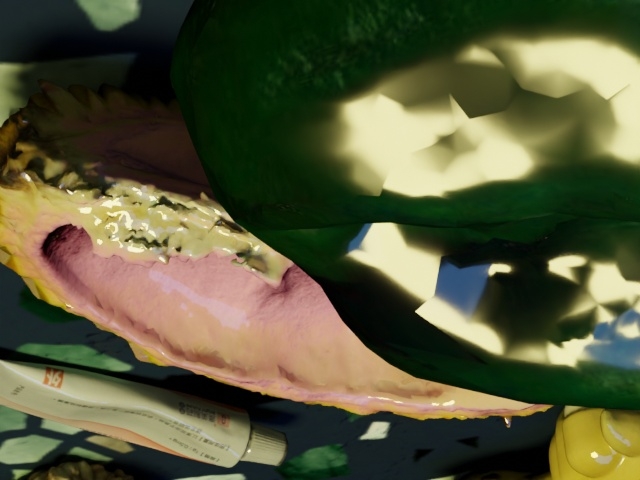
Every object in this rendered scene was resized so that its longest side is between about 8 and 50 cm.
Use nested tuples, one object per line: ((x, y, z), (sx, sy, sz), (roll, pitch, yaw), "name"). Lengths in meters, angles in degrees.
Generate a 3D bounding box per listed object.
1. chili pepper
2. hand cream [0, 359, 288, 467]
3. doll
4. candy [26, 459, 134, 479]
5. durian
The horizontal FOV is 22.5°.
((0.092, -0.071, 0.537), (0.256, 0.233, 0.248), (-14, 134, 31), "chili pepper")
((-0.119, 0.106, 0.986), (0.216, 0.038, 0.052), (18, 119, -25), "hand cream")
((0.160, 0.162, 1.066), (0.117, 0.086, 0.291), (6, 150, -26), "doll")
((-0.170, 0.198, 1.093), (0.110, 0.085, 0.095), (-36, 148, 24), "candy")
((-0.001, 0.001, 0.754), (0.341, 0.112, 0.191), (9, 157, -8), "durian")
